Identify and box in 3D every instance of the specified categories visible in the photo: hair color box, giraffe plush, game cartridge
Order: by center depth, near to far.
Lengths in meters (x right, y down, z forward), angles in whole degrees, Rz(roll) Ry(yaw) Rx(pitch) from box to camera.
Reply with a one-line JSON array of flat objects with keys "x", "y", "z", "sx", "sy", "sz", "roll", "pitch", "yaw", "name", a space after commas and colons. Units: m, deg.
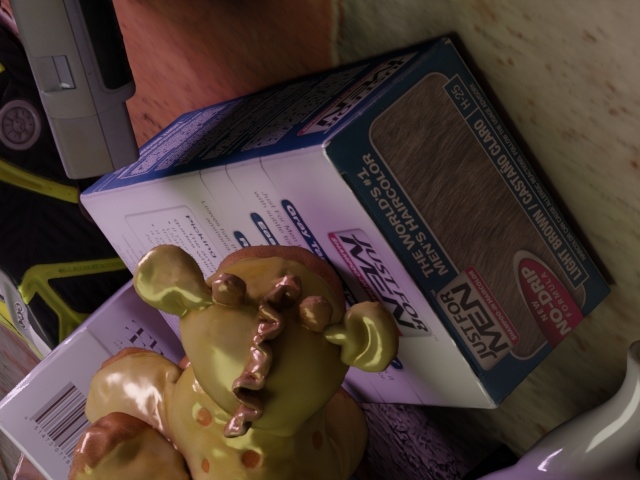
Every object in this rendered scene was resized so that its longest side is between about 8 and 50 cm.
[{"x": -0.039, "y": 0.075, "z": 0.994, "sx": 0.210, "sy": 0.181, "sz": 0.171, "roll": -116, "pitch": 29, "yaw": -54, "name": "giraffe plush"}, {"x": -0.170, "y": -0.227, "z": 1.024, "sx": 0.355, "sy": 0.068, "sz": 0.230, "roll": 79, "pitch": 168, "yaw": -49, "name": "game cartridge"}, {"x": 0.000, "y": 0.000, "z": 1.124, "sx": 0.174, "sy": 0.105, "sz": 0.347, "roll": 55, "pitch": 156, "yaw": -14, "name": "hair color box"}]

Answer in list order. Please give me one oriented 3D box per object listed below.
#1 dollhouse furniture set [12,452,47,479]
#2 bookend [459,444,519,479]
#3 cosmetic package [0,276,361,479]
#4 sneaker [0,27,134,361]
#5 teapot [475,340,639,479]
[{"x": -0.195, "y": 0.219, "z": 1.808, "sx": 0.183, "sy": 0.129, "sz": 0.129, "roll": 21, "pitch": 158, "yaw": -8, "name": "dollhouse furniture set"}, {"x": 0.135, "y": 0.240, "z": 1.284, "sx": 0.156, "sy": 0.072, "sz": 0.157, "roll": 48, "pitch": 159, "yaw": 12, "name": "bookend"}, {"x": -0.042, "y": 0.198, "z": 1.318, "sx": 0.377, "sy": 0.097, "sz": 0.284, "roll": 48, "pitch": -173, "yaw": -4, "name": "cosmetic package"}, {"x": -0.262, "y": -0.028, "z": 1.492, "sx": 0.147, "sy": 0.145, "sz": 0.385, "roll": 11, "pitch": 134, "yaw": 54, "name": "sneaker"}, {"x": 0.170, "y": 0.236, "z": 1.034, "sx": 0.256, "sy": 0.252, "sz": 0.187, "roll": 44, "pitch": 145, "yaw": -19, "name": "teapot"}]
